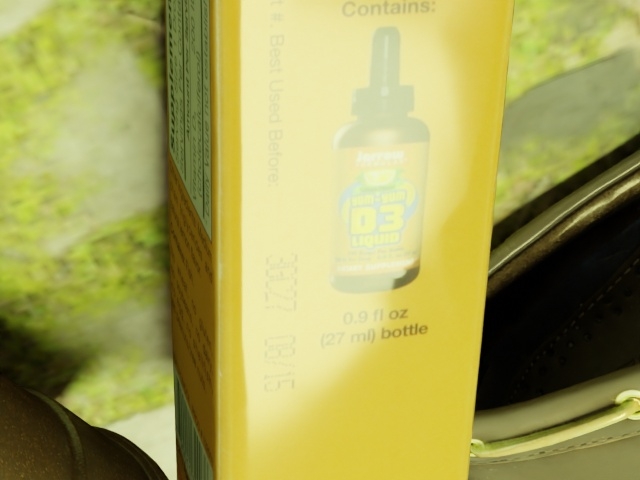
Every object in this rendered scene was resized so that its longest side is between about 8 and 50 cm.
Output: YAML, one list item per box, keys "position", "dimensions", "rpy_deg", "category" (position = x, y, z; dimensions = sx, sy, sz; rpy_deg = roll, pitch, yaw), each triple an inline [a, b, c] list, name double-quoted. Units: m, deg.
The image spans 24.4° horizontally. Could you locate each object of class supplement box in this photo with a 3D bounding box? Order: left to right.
- position: [0.000, 0.000, 0.416]
  dimensions: [0.078, 0.080, 0.233]
  rpy_deg: [-6, 121, -15]
  category: "supplement box"

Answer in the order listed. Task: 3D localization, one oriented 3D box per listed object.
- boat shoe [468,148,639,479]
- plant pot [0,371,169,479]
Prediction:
- position: [0.165, -0.011, 0.474]
  dimensions: [0.324, 0.116, 0.097]
  rpy_deg: [-36, 136, 23]
  category: "boat shoe"
- position: [-0.152, 0.079, 0.421]
  dimensions: [0.167, 0.167, 0.165]
  rpy_deg: [-31, 127, 10]
  category: "plant pot"
